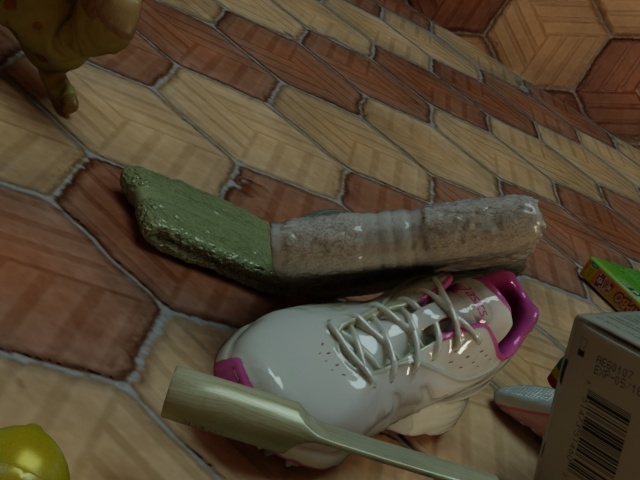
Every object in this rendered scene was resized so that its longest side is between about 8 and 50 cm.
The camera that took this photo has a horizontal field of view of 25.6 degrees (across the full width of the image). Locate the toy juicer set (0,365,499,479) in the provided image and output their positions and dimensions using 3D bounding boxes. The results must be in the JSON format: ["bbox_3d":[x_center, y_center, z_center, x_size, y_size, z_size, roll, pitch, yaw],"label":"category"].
[{"bbox_3d":[-0.066,0.153,0.661,0.209,0.090,0.329,25,23,18],"label":"toy juicer set"}]

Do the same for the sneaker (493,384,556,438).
[{"bbox_3d":[0.201,0.162,1.158,0.134,0.070,0.051,9,12,35],"label":"sneaker"}]

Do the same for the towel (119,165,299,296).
[{"bbox_3d":[-0.088,-0.006,1.123,0.148,0.027,0.110,23,21,-32],"label":"towel"}]

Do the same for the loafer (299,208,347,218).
[{"bbox_3d":[0.000,0.000,1.258,0.045,0.039,0.125,1,11,9],"label":"loafer"}]

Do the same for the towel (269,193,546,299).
[{"bbox_3d":[0.068,0.006,1.054,0.187,0.049,0.282,-8,-7,4],"label":"towel"}]

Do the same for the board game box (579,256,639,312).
[{"bbox_3d":[0.444,0.087,1.786,0.259,0.039,0.124,11,28,-44],"label":"board game box"}]

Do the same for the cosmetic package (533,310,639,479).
[{"bbox_3d":[0.320,0.141,1.081,0.309,0.160,0.113,-1,20,-35],"label":"cosmetic package"}]

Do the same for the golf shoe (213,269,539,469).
[{"bbox_3d":[0.045,0.069,0.950,0.115,0.140,0.306,56,25,16],"label":"golf shoe"}]

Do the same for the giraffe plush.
[{"bbox_3d":[-0.254,-0.224,1.175,0.170,0.210,0.181,18,47,-26],"label":"giraffe plush"}]

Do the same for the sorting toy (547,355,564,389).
[{"bbox_3d":[0.320,0.204,1.237,0.274,0.046,0.132,42,19,27],"label":"sorting toy"}]
